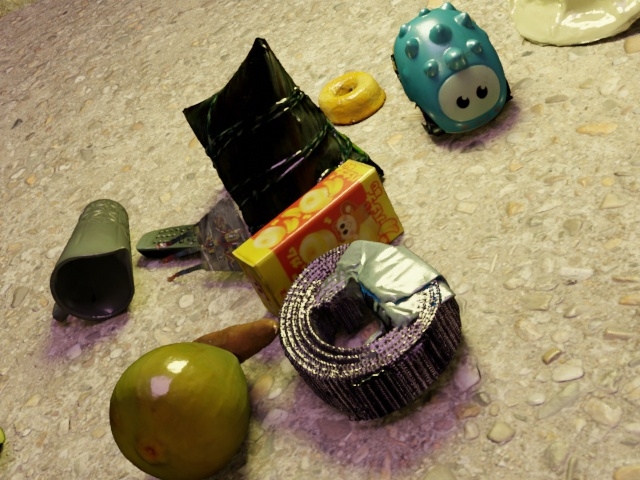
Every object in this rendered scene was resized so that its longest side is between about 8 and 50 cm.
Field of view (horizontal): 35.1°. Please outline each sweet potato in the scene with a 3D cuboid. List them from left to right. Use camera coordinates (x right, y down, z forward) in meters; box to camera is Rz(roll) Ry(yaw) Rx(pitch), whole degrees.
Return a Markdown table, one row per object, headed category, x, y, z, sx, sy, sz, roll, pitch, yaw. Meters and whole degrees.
| category | x | y | z | sx | sy | sz | roll | pitch | yaw |
| --- | --- | --- | --- | --- | --- | --- | --- | --- | --- |
| sweet potato | -0.149 | 0.176 | 1.634 | 0.066 | 0.072 | 0.314 | -3 | -9 | -37 |

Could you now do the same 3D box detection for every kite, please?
| category | x | y | z | sx | sy | sz | roll | pitch | yaw |
| --- | --- | --- | --- | --- | --- | --- | --- | --- | --- |
| kite | -0.219 | 0.012 | 1.885 | 0.245 | 0.141 | 0.015 | -19 | -5 | 39 |

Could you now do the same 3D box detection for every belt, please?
| category | x | y | z | sx | sy | sz | roll | pitch | yaw |
| --- | --- | --- | --- | --- | --- | --- | --- | --- | --- |
| belt | 0.071 | 0.126 | 1.548 | 0.260 | 0.122 | 0.325 | -39 | 33 | -4 |

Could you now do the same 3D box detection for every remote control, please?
| category | x | y | z | sx | sy | sz | roll | pitch | yaw |
| --- | --- | --- | --- | --- | --- | --- | --- | --- | --- |
| remote control | -0.269 | 0.002 | 2.006 | 0.222 | 0.042 | 0.072 | -4 | 41 | 29 |

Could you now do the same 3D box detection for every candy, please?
| category | x | y | z | sx | sy | sz | roll | pitch | yaw |
| --- | --- | --- | --- | --- | --- | --- | --- | --- | --- |
| candy | 0.000 | 0.000 | 1.736 | 0.276 | 0.146 | 0.088 | -41 | 35 | -16 |

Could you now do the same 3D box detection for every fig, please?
| category | x | y | z | sx | sy | sz | roll | pitch | yaw |
| --- | --- | --- | --- | --- | --- | --- | --- | --- | --- |
| fig | -0.207 | 0.250 | 1.509 | 0.207 | 0.207 | 0.230 | -23 | 13 | 7 |

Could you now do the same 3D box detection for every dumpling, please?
| category | x | y | z | sx | sy | sz | roll | pitch | yaw |
| --- | --- | --- | --- | --- | --- | --- | --- | --- | --- |
| dumpling | 0.530 | -0.533 | 2.061 | 0.395 | 0.233 | 0.315 | 42 | 105 | 40 |

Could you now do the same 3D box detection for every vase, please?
| category | x | y | z | sx | sy | sz | roll | pitch | yaw |
| --- | --- | --- | --- | --- | --- | --- | --- | --- | --- |
| vase | -0.451 | 0.034 | 2.018 | 0.251 | 0.156 | 0.301 | -47 | 24 | 18 |

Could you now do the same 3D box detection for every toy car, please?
| category | x | y | z | sx | sy | sz | roll | pitch | yaw |
| --- | --- | --- | --- | --- | --- | --- | --- | --- | --- |
| toy car | 0.244 | -0.334 | 1.920 | 0.188 | 0.190 | 0.255 | -25 | 71 | 1 |

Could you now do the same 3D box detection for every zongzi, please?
| category | x | y | z | sx | sy | sz | roll | pitch | yaw |
| --- | --- | --- | --- | --- | --- | --- | --- | --- | --- |
| zongzi | -0.122 | -0.173 | 1.901 | 0.319 | 0.383 | 0.362 | -38 | 19 | -28 |

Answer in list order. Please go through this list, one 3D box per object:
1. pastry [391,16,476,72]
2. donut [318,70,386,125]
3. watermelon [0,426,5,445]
| category | x | y | z | sx | sy | sz | roll | pitch | yaw |
| --- | --- | --- | --- | --- | --- | --- | --- | --- | --- |
| pastry | 0.245 | -0.396 | 2.122 | 0.192 | 0.093 | 0.182 | -15 | 37 | 25 |
| donut | 0.063 | -0.309 | 2.170 | 0.152 | 0.058 | 0.152 | -20 | 33 | 14 |
| watermelon | -0.613 | 0.339 | 1.768 | 0.075 | 0.092 | 0.181 | -50 | 46 | -7 |
